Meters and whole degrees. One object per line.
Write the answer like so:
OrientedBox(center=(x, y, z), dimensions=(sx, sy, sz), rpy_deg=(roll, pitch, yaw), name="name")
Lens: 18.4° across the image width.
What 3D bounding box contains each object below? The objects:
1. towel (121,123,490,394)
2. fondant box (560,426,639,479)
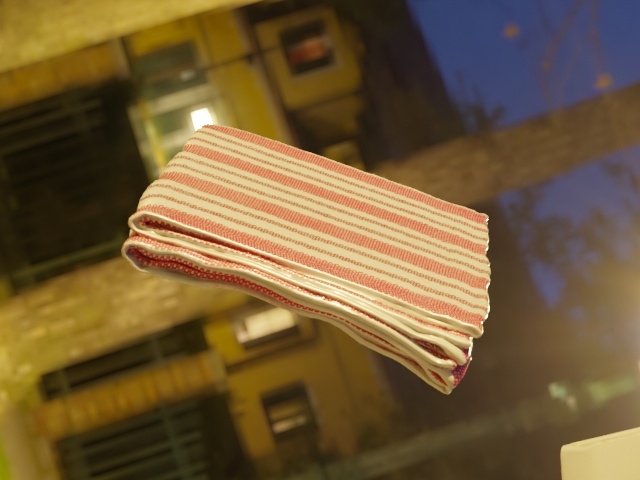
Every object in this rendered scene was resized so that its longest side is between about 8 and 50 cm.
OrientedBox(center=(0.000, 0.000, 0.832), dimensions=(0.197, 0.144, 0.029), rpy_deg=(-69, 179, -74), name="towel")
OrientedBox(center=(0.228, 0.223, 0.786), dimensions=(0.330, 0.096, 0.238), rpy_deg=(26, 55, -44), name="fondant box")
